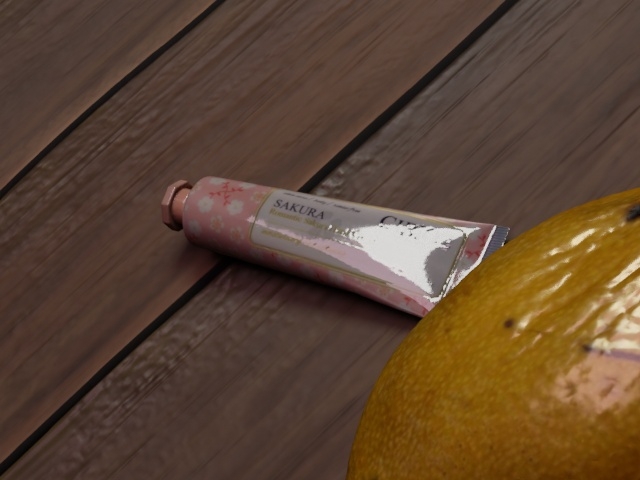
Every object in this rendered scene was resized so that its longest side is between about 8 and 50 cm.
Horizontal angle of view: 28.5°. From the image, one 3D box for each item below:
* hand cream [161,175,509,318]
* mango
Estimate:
[{"bbox_3d":[0.000,0.000,0.722,0.210,0.043,0.067,13,62,28],"label":"hand cream"},{"bbox_3d":[0.109,0.070,0.561,0.262,0.109,0.157,-38,51,1],"label":"mango"}]
